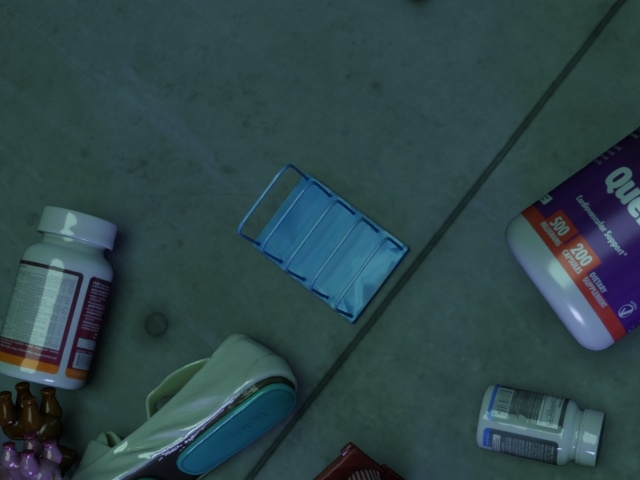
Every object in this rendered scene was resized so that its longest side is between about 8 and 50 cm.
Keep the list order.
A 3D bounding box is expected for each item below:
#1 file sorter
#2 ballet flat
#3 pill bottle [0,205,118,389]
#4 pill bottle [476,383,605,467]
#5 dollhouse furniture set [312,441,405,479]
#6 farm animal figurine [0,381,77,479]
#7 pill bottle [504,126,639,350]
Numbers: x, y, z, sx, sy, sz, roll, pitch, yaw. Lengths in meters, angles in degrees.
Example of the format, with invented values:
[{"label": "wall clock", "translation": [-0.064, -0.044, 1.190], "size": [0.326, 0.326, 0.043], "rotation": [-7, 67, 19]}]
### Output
[{"label": "file sorter", "translation": [0.000, 0.000, 1.501], "size": [0.170, 0.104, 0.118], "rotation": [37, 91, 19]}, {"label": "ballet flat", "translation": [-0.206, 0.262, 1.512], "size": [0.400, 0.139, 0.139], "rotation": [-39, 72, 1]}, {"label": "pill bottle", "translation": [-0.338, 0.074, 1.572], "size": [0.121, 0.121, 0.221], "rotation": [11, 82, 17]}, {"label": "pill bottle", "translation": [0.255, 0.216, 1.404], "size": [0.137, 0.078, 0.078], "rotation": [11, 83, 17]}, {"label": "dollhouse furniture set", "translation": [-0.017, 0.441, 1.367], "size": [0.374, 0.152, 0.201], "rotation": [-45, 44, 8]}, {"label": "farm animal figurine", "translation": [-0.443, 0.311, 1.453], "size": [0.326, 0.330, 0.172], "rotation": [-3, 105, 6]}, {"label": "pill bottle", "translation": [0.380, -0.033, 1.360], "size": [0.323, 0.181, 0.181], "rotation": [-37, 73, 7]}]
